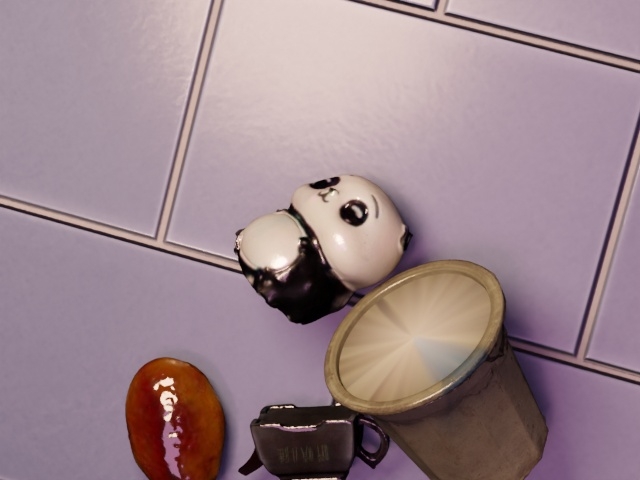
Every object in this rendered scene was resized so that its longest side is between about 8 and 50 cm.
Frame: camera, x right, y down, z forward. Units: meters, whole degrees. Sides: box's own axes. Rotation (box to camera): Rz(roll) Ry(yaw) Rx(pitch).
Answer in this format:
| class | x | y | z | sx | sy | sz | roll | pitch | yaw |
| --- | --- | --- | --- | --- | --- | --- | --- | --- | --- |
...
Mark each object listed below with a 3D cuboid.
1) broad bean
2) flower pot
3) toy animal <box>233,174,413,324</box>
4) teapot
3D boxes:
| class | x | y | z | sx | sy | sz | roll | pitch | yaw |
| --- | --- | --- | --- | --- | --- | --- | --- | --- | --- |
| broad bean | -0.167 | 0.216 | 1.913 | 0.114 | 0.084 | 0.165 | -2 | 88 | -6 |
| flower pot | 0.140 | 0.157 | 1.785 | 0.212 | 0.212 | 0.202 | -28 | 127 | 11 |
| toy animal | 0.000 | 0.000 | 1.835 | 0.179 | 0.138 | 0.166 | -37 | 44 | 3 |
| teapot | -0.009 | 0.240 | 1.884 | 0.177 | 0.087 | 0.096 | -5 | 98 | 11 |
